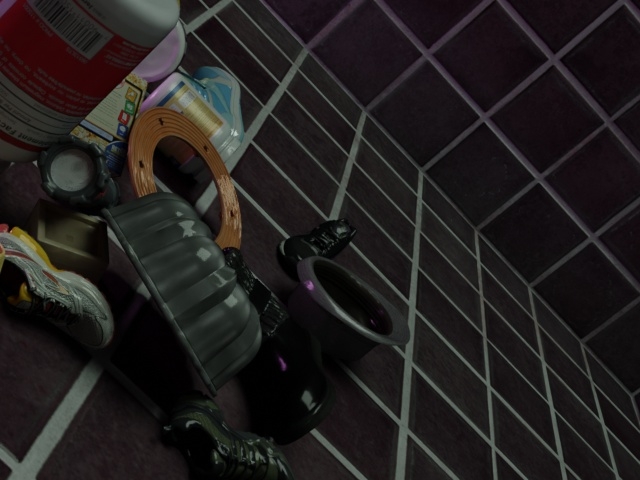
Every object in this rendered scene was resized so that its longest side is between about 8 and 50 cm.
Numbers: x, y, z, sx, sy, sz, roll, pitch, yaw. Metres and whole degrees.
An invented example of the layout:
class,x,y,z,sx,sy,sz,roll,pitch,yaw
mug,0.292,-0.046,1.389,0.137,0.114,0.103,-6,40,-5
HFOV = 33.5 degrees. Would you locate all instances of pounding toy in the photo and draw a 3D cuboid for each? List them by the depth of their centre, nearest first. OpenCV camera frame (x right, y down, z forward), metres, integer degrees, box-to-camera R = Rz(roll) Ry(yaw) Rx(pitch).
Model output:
class,x,y,z,sx,sy,sz,roll,pitch,yaw
pounding toy,-0.379,0.017,1.587,0.130,0.100,0.141,22,27,-26

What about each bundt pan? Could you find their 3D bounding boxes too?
class,x,y,z,sx,sy,sz,roll,pitch,yaw
bundt pan,-0.194,0.067,1.609,0.331,0.124,0.331,57,-10,15

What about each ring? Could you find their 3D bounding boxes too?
class,x,y,z,sx,sy,sz,roll,pitch,yaw
ring,-0.256,-0.091,2.003,0.336,0.032,0.337,43,36,-44

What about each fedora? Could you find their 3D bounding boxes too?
class,x,y,z,sx,sy,sz,roll,pitch,yaw
fedora,0.039,0.158,2.182,0.275,0.124,0.244,34,20,-16

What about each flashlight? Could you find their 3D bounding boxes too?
class,x,y,z,sx,sy,sz,roll,pitch,yaw
flashlight,-0.366,-0.094,1.643,0.103,0.103,0.304,16,-3,-6

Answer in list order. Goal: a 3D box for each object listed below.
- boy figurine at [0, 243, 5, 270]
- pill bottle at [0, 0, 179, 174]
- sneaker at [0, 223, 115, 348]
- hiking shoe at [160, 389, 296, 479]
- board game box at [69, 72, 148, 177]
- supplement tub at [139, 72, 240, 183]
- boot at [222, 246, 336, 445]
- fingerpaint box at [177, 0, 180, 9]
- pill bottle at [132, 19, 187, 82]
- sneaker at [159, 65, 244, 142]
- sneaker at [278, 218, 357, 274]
class,x,y,z,sx,sy,sz,roll,pitch,yaw
boy figurine,-0.521,-0.045,1.364,0.285,0.092,0.177,48,18,8
pill bottle,-0.416,-0.261,1.525,0.229,0.407,0.229,43,20,-20
sneaker,-0.384,0.080,1.465,0.225,0.088,0.093,38,29,-11
hiking shoe,-0.137,0.324,1.551,0.227,0.086,0.114,38,28,-5
board game box,-0.397,-0.229,1.902,0.147,0.045,0.193,31,65,-44
supplement tub,-0.276,-0.230,2.193,0.200,0.144,0.144,45,19,-11
boot,-0.112,0.172,1.793,0.260,0.131,0.348,50,7,-20
fingerpaint box,-0.523,-0.702,2.528,0.371,0.163,0.445,37,24,-31
pill bottle,-0.370,-0.425,2.277,0.169,0.169,0.301,46,2,-11
sneaker,-0.286,-0.340,2.423,0.208,0.127,0.319,36,22,-37
sneaker,0.000,0.000,2.403,0.107,0.124,0.283,50,19,3
